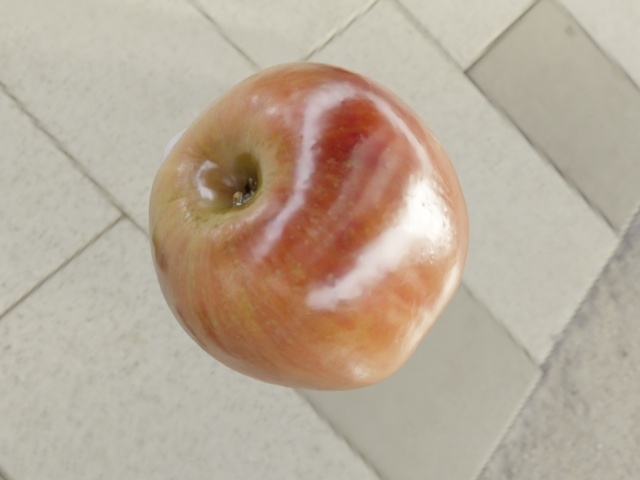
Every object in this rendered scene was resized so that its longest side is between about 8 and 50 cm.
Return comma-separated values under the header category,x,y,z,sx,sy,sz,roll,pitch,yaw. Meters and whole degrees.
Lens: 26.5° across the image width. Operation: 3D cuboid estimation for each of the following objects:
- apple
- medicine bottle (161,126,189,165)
category,x,y,z,sx,sy,sz,roll,pitch,yaw
apple,0.000,0.000,1.035,0.241,0.242,0.242,33,42,-43
medicine bottle,-0.104,-0.015,2.032,0.241,0.241,0.302,-34,126,-47
